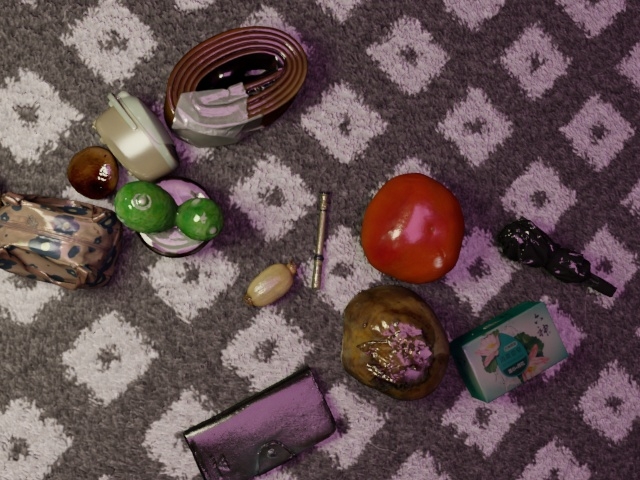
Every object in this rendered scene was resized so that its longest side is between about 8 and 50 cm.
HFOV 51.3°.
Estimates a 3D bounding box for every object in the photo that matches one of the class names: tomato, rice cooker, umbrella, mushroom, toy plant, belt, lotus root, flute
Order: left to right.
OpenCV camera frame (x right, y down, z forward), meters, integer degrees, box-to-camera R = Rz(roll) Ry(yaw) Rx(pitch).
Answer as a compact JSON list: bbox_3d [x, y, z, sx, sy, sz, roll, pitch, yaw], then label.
[{"bbox_3d":[-0.489,-0.145,1.430,0.123,0.052,0.123,2,96,17],"label":"mushroom"},{"bbox_3d":[-0.392,-0.219,1.429,0.127,0.145,0.206,-43,91,-2],"label":"rice cooker"},{"bbox_3d":[-0.311,-0.054,1.387,0.218,0.235,0.175,11,83,-11],"label":"toy plant"},{"bbox_3d":[-0.194,-0.341,1.495,0.339,0.122,0.217,-29,90,-14],"label":"belt"},{"bbox_3d":[-0.109,0.098,1.508,0.150,0.062,0.073,-38,95,-11],"label":"lotus root"},{"bbox_3d":[0.000,0.000,1.558,0.027,0.027,0.233,6,85,-12],"label":"flute"},{"bbox_3d":[0.175,0.234,1.510,0.272,0.192,0.272,0,91,-7],"label":"lotus root"},{"bbox_3d":[0.221,-0.025,1.531,0.260,0.180,0.259,-1,95,-12],"label":"tomato"},{"bbox_3d":[0.593,0.055,1.651,0.340,0.118,0.118,28,81,-13],"label":"umbrella"}]

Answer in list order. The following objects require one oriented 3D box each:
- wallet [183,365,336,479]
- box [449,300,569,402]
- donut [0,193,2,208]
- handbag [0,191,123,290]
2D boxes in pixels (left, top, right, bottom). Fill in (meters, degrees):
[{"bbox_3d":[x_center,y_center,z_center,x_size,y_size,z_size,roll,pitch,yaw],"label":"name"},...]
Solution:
[{"bbox_3d":[-0.130,0.428,1.491,0.318,0.045,0.172,-25,90,-11],"label":"wallet"},{"bbox_3d":[0.451,0.263,1.604,0.245,0.092,0.153,-27,92,-12],"label":"box"},{"bbox_3d":[-0.751,-0.091,1.375,0.190,0.074,0.174,29,81,-9],"label":"donut"},{"bbox_3d":[-0.541,-0.003,1.355,0.252,0.193,0.190,13,80,-12],"label":"handbag"}]
